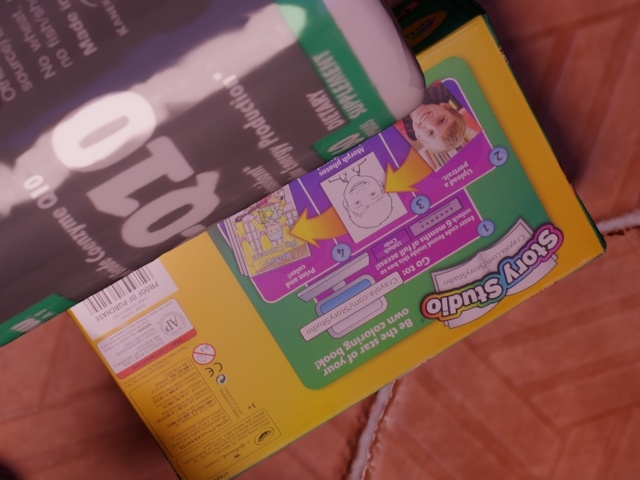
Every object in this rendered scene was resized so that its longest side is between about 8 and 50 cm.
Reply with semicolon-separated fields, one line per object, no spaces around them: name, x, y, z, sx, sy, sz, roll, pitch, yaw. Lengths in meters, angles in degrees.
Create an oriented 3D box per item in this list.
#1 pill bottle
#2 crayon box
pill bottle;-0.148;-0.068;0.946;0.361;0.204;0.204;-29;115;6
crayon box;0.000;0.000;1.085;0.278;0.081;0.165;-31;116;-1
